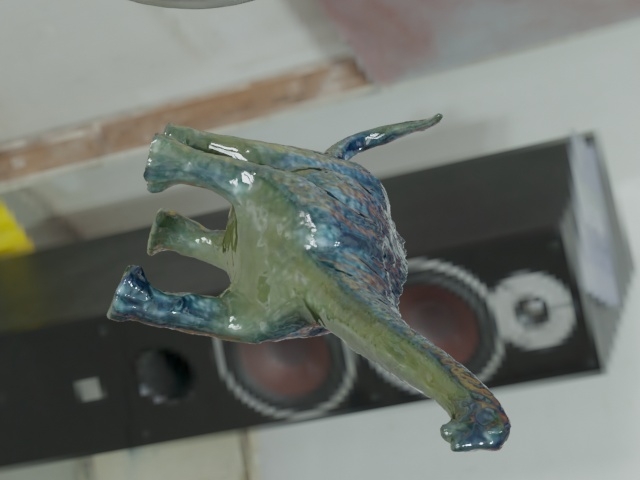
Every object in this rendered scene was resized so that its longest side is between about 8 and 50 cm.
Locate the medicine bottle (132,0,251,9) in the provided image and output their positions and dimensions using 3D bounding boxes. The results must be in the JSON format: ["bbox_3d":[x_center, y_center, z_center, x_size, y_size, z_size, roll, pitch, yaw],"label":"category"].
[{"bbox_3d":[-0.027,-0.092,0.299,0.260,0.095,0.095,90,-12,-87],"label":"medicine bottle"}]

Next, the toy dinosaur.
[{"bbox_3d":[-0.011,-0.001,0.812,0.363,0.147,0.076,-99,-157,-71],"label":"toy dinosaur"}]
